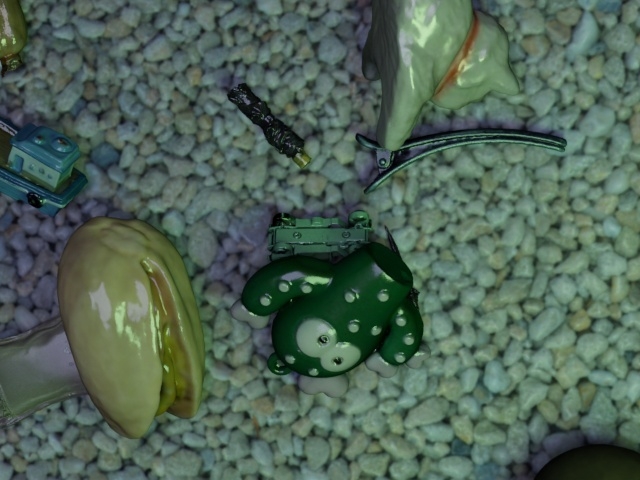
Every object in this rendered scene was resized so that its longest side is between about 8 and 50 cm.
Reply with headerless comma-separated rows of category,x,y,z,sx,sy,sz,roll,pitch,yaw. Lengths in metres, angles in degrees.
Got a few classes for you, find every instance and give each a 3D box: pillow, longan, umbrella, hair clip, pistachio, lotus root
pillow,-0.395,0.179,1.969,0.232,0.038,0.131,-19,93,7
longan,0.369,0.382,1.789,0.246,0.215,0.246,1,92,32
umbrella,0.115,0.049,1.890,0.022,0.022,0.149,-20,93,-17
hair clip,0.186,-0.123,1.849,0.275,0.048,0.083,-9,91,8
pistachio,-0.259,0.113,1.879,0.187,0.187,0.299,-8,102,9
lotus root,-0.440,-0.299,1.913,0.073,0.062,0.150,-18,95,-13
umbrella,-0.067,-0.154,1.886,0.037,0.040,0.144,-45,90,1

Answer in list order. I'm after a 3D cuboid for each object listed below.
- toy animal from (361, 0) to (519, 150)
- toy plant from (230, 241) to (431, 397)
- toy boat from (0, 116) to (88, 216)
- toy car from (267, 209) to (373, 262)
toy animal,0.143,-0.316,1.789,0.188,0.266,0.308,-8,52,-5
toy plant,0.018,0.108,1.855,0.243,0.112,0.232,-19,119,14
toy boat,-0.429,-0.132,1.901,0.238,0.109,0.098,30,129,5
toy car,0.000,0.000,1.877,0.143,0.054,0.073,-2,52,2
